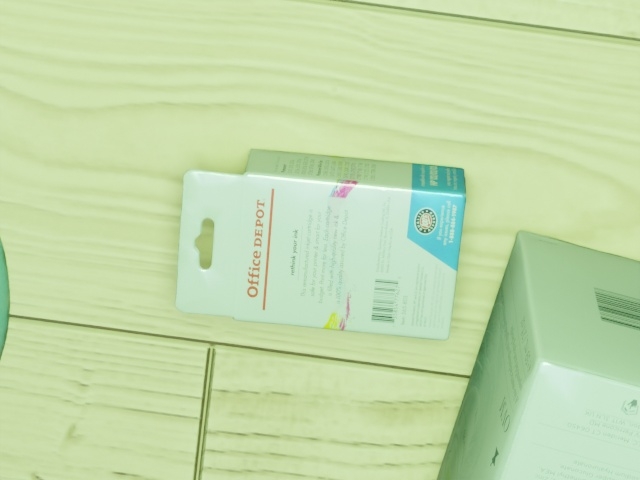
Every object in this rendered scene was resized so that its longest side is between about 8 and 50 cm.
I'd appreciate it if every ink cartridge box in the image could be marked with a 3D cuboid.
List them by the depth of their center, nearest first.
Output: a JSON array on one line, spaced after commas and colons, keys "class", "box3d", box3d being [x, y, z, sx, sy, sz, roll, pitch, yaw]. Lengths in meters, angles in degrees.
[{"class": "ink cartridge box", "box3d": [0.000, 0.000, 1.283, 0.181, 0.061, 0.104, 6, 110, 1]}]

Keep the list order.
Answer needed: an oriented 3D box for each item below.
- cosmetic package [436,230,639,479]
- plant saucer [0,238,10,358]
[{"class": "cosmetic package", "box3d": [0.159, 0.145, 1.239, 0.138, 0.224, 0.224, 14, 110, -2]}, {"class": "plant saucer", "box3d": [-0.372, 0.036, 1.329, 0.318, 0.043, 0.317, 1, 111, 3]}]
